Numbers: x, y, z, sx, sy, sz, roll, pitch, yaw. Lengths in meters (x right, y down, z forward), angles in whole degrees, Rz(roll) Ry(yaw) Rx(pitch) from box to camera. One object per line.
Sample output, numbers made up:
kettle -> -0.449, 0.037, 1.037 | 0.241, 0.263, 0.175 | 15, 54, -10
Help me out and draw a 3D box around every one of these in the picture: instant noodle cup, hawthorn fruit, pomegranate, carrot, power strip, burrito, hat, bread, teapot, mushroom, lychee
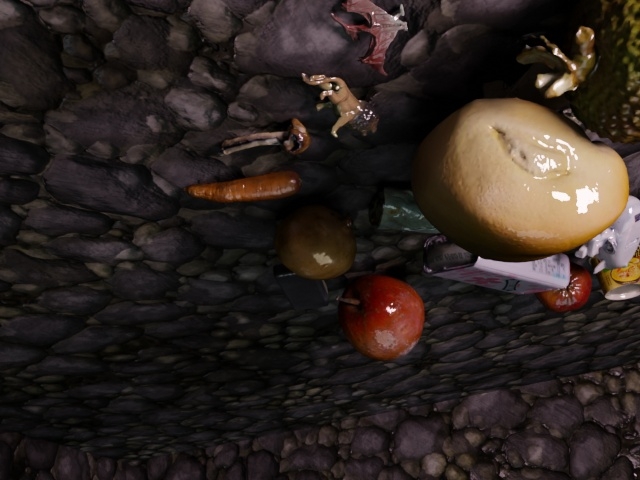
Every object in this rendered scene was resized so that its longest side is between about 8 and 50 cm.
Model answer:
instant noodle cup -> 0.844, 0.091, 2.080 | 0.151, 0.122, 0.151 | -5, 150, -3
hawthorn fruit -> 0.160, 0.188, 2.009 | 0.231, 0.263, 0.235 | -24, -164, -8
pomegranate -> 0.000, 0.000, 1.652 | 0.196, 0.196, 0.196 | -6, 153, -3
carrot -> -0.159, -0.107, 1.529 | 0.247, 0.059, 0.059 | -6, 153, 3
power strip -> -0.048, 0.111, 1.955 | 0.105, 0.070, 0.257 | -8, 151, 7
hawthorn fruit -> 0.685, 0.131, 2.119 | 0.162, 0.163, 0.203 | -12, 170, 9
burrito -> 0.228, -0.066, 1.669 | 0.228, 0.089, 0.144 | 0, 154, -10
hat -> 0.394, -0.264, 1.326 | 0.175, 0.085, 0.147 | 18, 143, -37
bread -> 0.335, -0.093, 1.330 | 0.347, 0.253, 0.376 | 21, 175, -3
teapot -> 0.488, -0.225, 1.468 | 0.067, 0.057, 0.083 | -38, 160, -26
mushroom -> -0.107, -0.188, 1.397 | 0.186, 0.061, 0.060 | -3, 141, 17
lychee -> 0.492, -0.281, 1.137 | 0.319, 0.270, 0.270 | -8, 159, -42

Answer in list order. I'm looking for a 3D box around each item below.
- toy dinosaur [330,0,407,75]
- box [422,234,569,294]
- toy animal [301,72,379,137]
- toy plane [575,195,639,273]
toy dinosaur -> 0.081, -0.338, 1.168 | 0.108, 0.032, 0.220 | -11, 143, 14
box -> 0.453, 0.056, 1.907 | 0.369, 0.112, 0.190 | 15, 160, -35
toy animal -> 0.023, -0.240, 1.306 | 0.086, 0.069, 0.219 | -42, 147, 16
toy plane -> 0.734, -0.018, 1.839 | 0.244, 0.117, 0.245 | -22, 138, -22
